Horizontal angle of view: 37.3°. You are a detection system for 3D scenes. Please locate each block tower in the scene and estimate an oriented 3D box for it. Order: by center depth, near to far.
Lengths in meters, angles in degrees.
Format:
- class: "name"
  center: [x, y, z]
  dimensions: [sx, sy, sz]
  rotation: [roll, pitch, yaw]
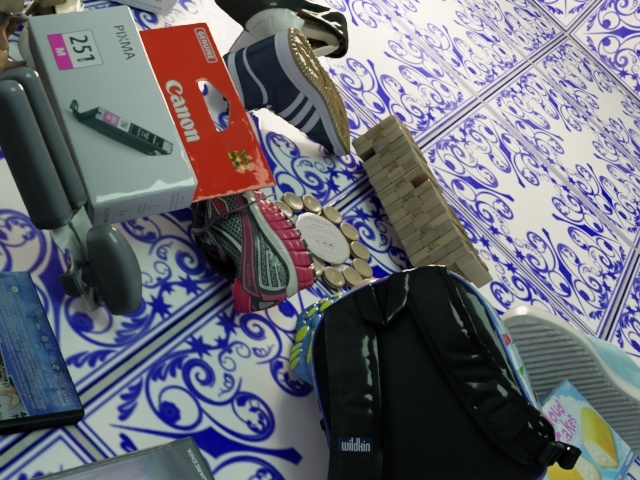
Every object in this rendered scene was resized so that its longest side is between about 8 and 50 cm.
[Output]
- class: "block tower"
  center: [0.157, -0.058, 1.546]
  dimensions: [0.091, 0.097, 0.335]
  rotation: [37, 22, -53]

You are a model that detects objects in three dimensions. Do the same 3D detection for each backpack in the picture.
- class: "backpack"
  center: [0.119, 0.167, 1.078]
  dimensions: [0.213, 0.276, 0.263]
  rotation: [31, 41, -80]

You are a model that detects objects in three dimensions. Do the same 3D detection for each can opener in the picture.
- class: "can opener"
  center: [-0.265, -0.048, 1.002]
  dimensions: [0.074, 0.093, 0.280]
  rotation: [-74, 148, -59]

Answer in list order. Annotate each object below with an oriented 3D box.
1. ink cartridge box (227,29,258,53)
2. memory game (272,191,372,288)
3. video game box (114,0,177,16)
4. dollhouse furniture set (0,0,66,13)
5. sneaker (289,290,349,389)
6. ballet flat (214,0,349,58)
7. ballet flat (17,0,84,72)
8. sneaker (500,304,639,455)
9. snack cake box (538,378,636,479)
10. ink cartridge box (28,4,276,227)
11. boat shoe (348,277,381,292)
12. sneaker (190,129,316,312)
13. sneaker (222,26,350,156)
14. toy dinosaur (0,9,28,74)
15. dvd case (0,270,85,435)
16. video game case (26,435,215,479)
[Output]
- class: "ink cartridge box"
  center: [-0.100, -0.318, 1.599]
  dimensions: [0.090, 0.092, 0.143]
  rotation: [35, 34, -13]
- class: "memory game"
  center: [0.000, 0.000, 1.405]
  dimensions: [0.186, 0.012, 0.186]
  rotation: [27, 35, -21]
- class: "video game box"
  center: [-0.348, -0.467, 1.552]
  dimensions: [0.187, 0.048, 0.205]
  rotation: [9, 44, -44]
- class: "dollhouse furniture set"
  center: [-0.464, -0.404, 1.197]
  dimensions: [0.212, 0.161, 0.242]
  rotation: [35, 37, 18]
- class: "sneaker"
  center: [0.009, 0.131, 1.225]
  dimensions: [0.078, 0.067, 0.188]
  rotation: [55, 26, -21]
- class: "ballet flat"
  center: [-0.047, -0.350, 1.526]
  dimensions: [0.280, 0.095, 0.096]
  rotation: [2, 64, -46]
- class: "ballet flat"
  center: [-0.366, -0.269, 1.269]
  dimensions: [0.086, 0.086, 0.248]
  rotation: [24, 28, -27]
- class: "sneaker"
  center: [0.408, 0.202, 1.512]
  dimensions: [0.366, 0.135, 0.150]
  rotation: [40, 23, -20]
- class: "snack cake box"
  center: [0.324, 0.315, 1.308]
  dimensions: [0.152, 0.089, 0.264]
  rotation: [49, 32, 10]
- class: "ink cartridge box"
  center: [-0.202, -0.166, 1.156]
  dimensions: [0.239, 0.060, 0.275]
  rotation: [-14, 67, -23]
- class: "boat shoe"
  center: [0.114, 0.104, 1.296]
  dimensions: [0.302, 0.109, 0.098]
  rotation: [26, 20, -51]
- class: "sneaker"
  center: [-0.127, -0.038, 1.228]
  dimensions: [0.112, 0.121, 0.299]
  rotation: [-30, 58, -16]
- class: "sneaker"
  center: [-0.058, -0.222, 1.535]
  dimensions: [0.282, 0.153, 0.099]
  rotation: [54, 28, -51]
- class: "toy dinosaur"
  center: [-0.406, -0.159, 1.046]
  dimensions: [0.127, 0.200, 0.296]
  rotation: [8, 8, -7]
- class: "dvd case"
  center: [-0.360, 0.107, 0.883]
  dimensions: [0.253, 0.022, 0.180]
  rotation: [1, 52, -47]
- class: "video game case"
  center: [-0.180, 0.292, 0.856]
  dimensions: [0.274, 0.026, 0.196]
  rotation: [-3, 54, -50]
